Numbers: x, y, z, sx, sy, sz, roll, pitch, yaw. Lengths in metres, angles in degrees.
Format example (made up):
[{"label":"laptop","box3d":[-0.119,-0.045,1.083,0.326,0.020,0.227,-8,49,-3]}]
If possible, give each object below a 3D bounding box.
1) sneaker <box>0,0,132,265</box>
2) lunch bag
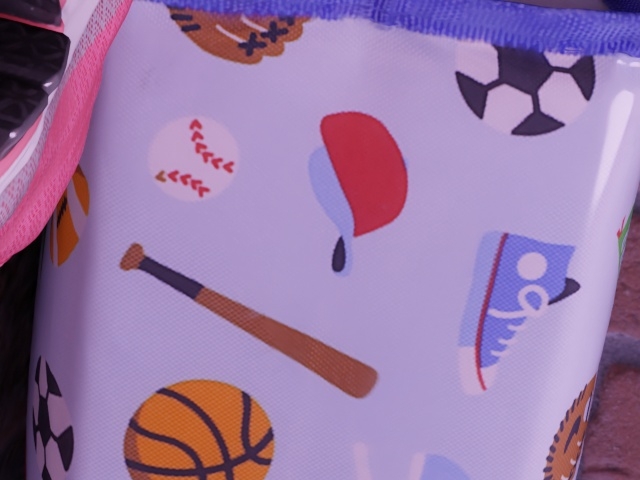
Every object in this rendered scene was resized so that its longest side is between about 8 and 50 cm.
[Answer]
[{"label":"sneaker","box3d":[-0.100,-0.016,0.395,0.314,0.116,0.136,-67,169,-55]},{"label":"lunch bag","box3d":[0.000,0.000,0.777,0.385,0.238,0.328,-105,-156,-71]}]
